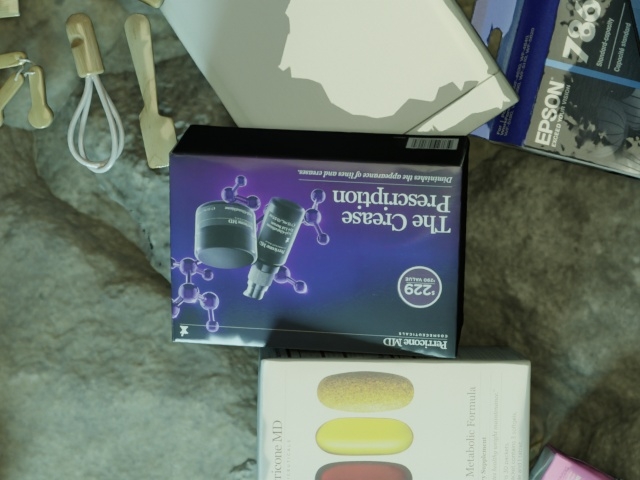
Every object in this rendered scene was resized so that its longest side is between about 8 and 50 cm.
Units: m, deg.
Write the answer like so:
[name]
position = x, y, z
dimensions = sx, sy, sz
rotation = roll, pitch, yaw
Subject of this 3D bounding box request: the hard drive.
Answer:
[hard drive]
position = -0.009, -0.214, 1.766
dimensions = 0.233, 0.047, 0.353
rotation = -33, 94, 12

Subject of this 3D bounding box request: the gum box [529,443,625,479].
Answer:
[gum box]
position = 0.222, 0.294, 1.812
dimensions = 0.107, 0.062, 0.188
rotation = 30, 91, -4

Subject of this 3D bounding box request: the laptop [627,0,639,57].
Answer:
[laptop]
position = 0.486, -0.260, 1.697
dimensions = 0.382, 0.236, 0.408
rotation = 13, 88, -6

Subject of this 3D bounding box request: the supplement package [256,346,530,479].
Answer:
[supplement package]
position = 0.063, 0.169, 1.764
dimensions = 0.244, 0.134, 0.139
rotation = 0, 92, -3

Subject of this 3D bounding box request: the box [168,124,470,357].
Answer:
[box]
position = 0.000, 0.000, 1.730
dimensions = 0.261, 0.103, 0.184
rotation = 2, 110, 7

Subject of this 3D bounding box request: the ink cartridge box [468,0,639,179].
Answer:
[ink cartridge box]
position = 0.296, -0.142, 1.799
dimensions = 0.332, 0.065, 0.165
rotation = 13, 92, -2

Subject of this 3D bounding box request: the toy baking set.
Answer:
[toy baking set]
position = -0.230, -0.174, 1.776
dimensions = 0.256, 0.030, 0.197
rotation = 21, 102, 7
